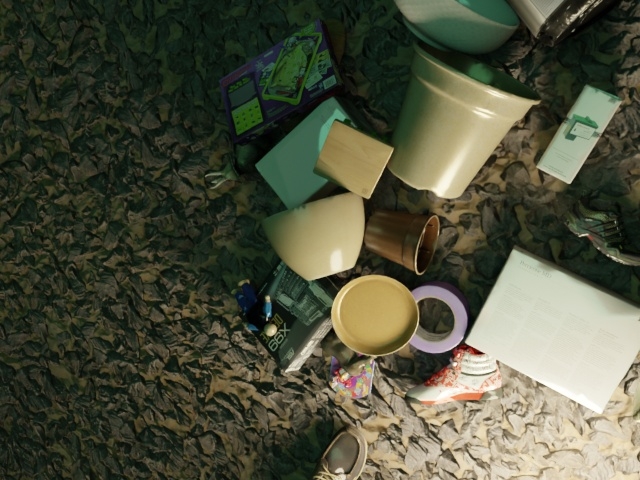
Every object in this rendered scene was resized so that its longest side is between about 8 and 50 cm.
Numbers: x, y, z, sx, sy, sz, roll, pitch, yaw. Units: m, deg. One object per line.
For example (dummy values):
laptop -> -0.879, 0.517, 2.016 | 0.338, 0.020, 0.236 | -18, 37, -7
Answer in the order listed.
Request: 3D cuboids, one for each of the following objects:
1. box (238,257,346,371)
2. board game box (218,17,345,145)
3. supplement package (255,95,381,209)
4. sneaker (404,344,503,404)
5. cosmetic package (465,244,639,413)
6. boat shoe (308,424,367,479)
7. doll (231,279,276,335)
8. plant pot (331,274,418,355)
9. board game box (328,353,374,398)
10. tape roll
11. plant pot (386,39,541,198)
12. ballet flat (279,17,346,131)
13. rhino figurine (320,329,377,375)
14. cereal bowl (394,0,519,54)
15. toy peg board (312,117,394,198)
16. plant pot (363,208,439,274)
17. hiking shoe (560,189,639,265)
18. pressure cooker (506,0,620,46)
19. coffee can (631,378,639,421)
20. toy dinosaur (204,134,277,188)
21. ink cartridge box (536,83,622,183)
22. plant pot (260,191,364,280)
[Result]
box -> -0.074, 0.194, 1.823 | 0.242, 0.077, 0.307 | 47, 111, 27
board game box -> -0.111, -0.419, 1.661 | 0.347, 0.056, 0.208 | -23, 75, 26
supplement package -> 0.001, -0.237, 1.716 | 0.293, 0.177, 0.175 | -40, 83, 20
sneaker -> 0.359, 0.369, 1.713 | 0.270, 0.090, 0.144 | -9, 93, 18
cosmetic package -> 0.610, 0.222, 1.594 | 0.377, 0.097, 0.284 | 28, 107, 15
boat shoe -> 0.034, 0.722, 1.856 | 0.132, 0.130, 0.355 | 26, 105, 15
doll -> -0.189, 0.203, 1.823 | 0.129, 0.046, 0.189 | -48, 63, 22
plant pot -> 0.148, 0.201, 1.684 | 0.236, 0.032, 0.236 | 2, 105, 6
board game box -> 0.088, 0.396, 1.845 | 0.133, 0.033, 0.168 | 11, 101, 19
tape roll -> 0.315, 0.209, 1.711 | 0.189, 0.080, 0.188 | 3, 99, 19
plant pot -> 0.320, -0.287, 1.542 | 0.334, 0.334, 0.305 | 31, 118, 14
ballet flat -> -0.038, -0.462, 1.729 | 0.116, 0.124, 0.342 | 35, 107, 14
rhino figurine -> 0.056, 0.297, 1.816 | 0.243, 0.073, 0.106 | 42, 103, 26
cereal bowl -> 0.303, -0.560, 1.493 | 0.339, 0.339, 0.141 | 43, 128, 10
toy peg board -> 0.088, -0.218, 1.565 | 0.161, 0.079, 0.160 | 26, 127, 2
plant pot -> 0.218, -0.009, 1.685 | 0.165, 0.167, 0.166 | 17, 103, 27
hiking shoe -> 0.718, -0.029, 1.526 | 0.227, 0.086, 0.114 | 36, 111, 14
pressure cooker -> 0.526, -0.698, 1.355 | 0.370, 0.375, 0.420 | -40, 83, 23
coffee can -> 0.913, 0.391, 1.448 | 0.275, 0.201, 0.201 | 22, 104, 17
toy dinosaur -> -0.197, -0.278, 1.794 | 0.121, 0.160, 0.313 | 31, 107, 14
ink cartridge box -> 0.620, -0.254, 1.493 | 0.093, 0.160, 0.219 | 31, 106, 14
plant pot -> 0.000, 0.000, 1.667 | 0.284, 0.284, 0.190 | -17, 89, 22
